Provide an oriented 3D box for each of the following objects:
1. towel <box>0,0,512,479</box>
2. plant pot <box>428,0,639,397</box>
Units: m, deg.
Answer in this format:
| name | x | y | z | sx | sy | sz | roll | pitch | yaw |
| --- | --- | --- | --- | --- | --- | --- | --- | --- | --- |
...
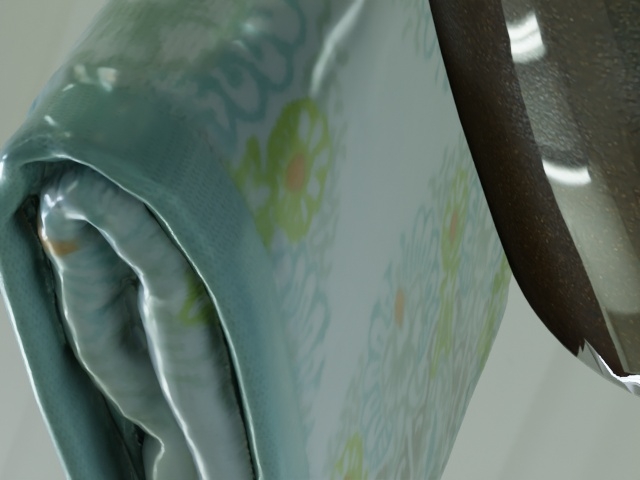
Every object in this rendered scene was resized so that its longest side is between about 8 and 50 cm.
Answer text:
| name | x | y | z | sx | sy | sz | roll | pitch | yaw |
| --- | --- | --- | --- | --- | --- | --- | --- | --- | --- |
| towel | 0.000 | 0.000 | 0.694 | 0.090 | 0.320 | 0.374 | 9 | -43 | 16 |
| plant pot | 0.106 | -0.103 | 0.425 | 0.215 | 0.215 | 0.230 | -34 | -45 | 1 |
